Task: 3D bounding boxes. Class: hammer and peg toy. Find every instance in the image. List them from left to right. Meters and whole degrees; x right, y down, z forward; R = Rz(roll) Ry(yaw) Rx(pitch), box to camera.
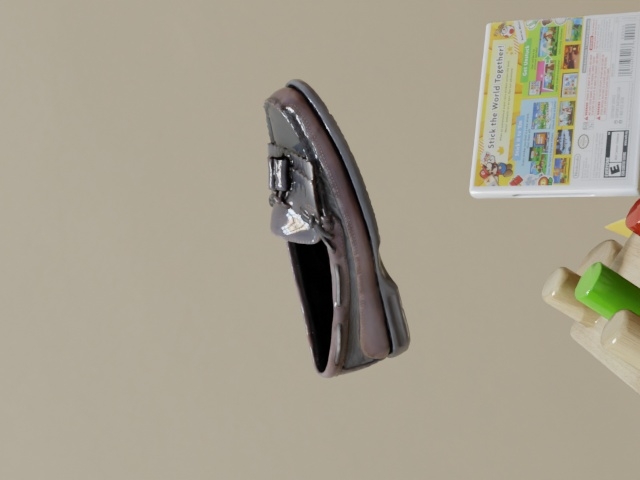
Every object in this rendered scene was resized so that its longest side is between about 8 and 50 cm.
[{"bbox_3d":[0.310,-0.010,1.203,0.127,0.361,0.266,32,-84,-9],"label":"hammer and peg toy"}]

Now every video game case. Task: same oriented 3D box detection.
[{"bbox_3d":[0.288,-0.161,1.669,0.026,0.206,0.227,33,-119,-59],"label":"video game case"}]

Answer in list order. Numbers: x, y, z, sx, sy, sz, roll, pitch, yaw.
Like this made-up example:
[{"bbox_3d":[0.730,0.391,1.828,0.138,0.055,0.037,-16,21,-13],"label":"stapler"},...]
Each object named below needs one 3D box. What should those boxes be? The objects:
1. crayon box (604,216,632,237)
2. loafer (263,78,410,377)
[{"bbox_3d":[0.508,-0.009,1.604,0.318,0.202,0.081,17,-95,-1],"label":"crayon box"},{"bbox_3d":[0.000,0.000,1.310,0.095,0.109,0.302,-29,-62,-16],"label":"loafer"}]
